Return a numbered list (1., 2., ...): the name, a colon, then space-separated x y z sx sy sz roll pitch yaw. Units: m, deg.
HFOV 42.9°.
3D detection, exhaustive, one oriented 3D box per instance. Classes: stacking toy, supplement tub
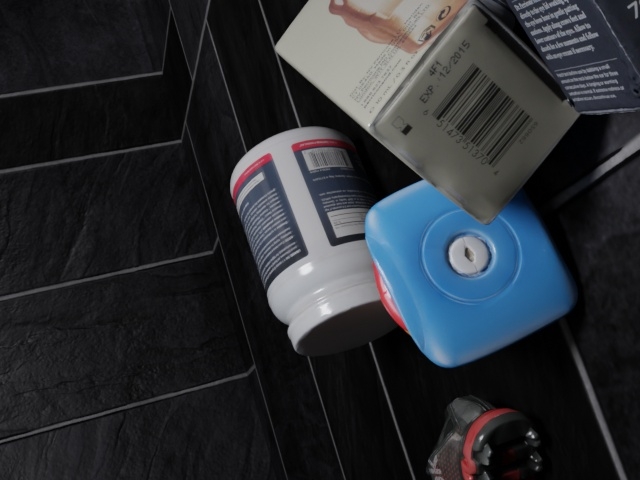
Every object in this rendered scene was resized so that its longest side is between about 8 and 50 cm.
1. stacking toy: 0.134 0.052 0.879 0.302 0.166 0.175 91 155 -75
2. supplement tub: 0.000 0.000 1.115 0.191 0.191 0.272 111 143 -58

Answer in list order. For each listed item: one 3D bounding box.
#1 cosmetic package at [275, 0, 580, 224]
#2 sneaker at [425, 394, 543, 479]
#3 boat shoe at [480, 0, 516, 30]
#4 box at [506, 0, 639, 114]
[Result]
1. cosmetic package: 0.082 -0.153 0.750 0.129 0.153 0.296 -51 30 9
2. sneaker: 0.183 0.297 0.926 0.135 0.098 0.276 -144 47 -63
3. boat shoe: 0.113 -0.271 0.787 0.226 0.083 0.076 44 105 38
4. box: 0.166 -0.194 0.436 0.207 0.153 0.108 56 180 -8
